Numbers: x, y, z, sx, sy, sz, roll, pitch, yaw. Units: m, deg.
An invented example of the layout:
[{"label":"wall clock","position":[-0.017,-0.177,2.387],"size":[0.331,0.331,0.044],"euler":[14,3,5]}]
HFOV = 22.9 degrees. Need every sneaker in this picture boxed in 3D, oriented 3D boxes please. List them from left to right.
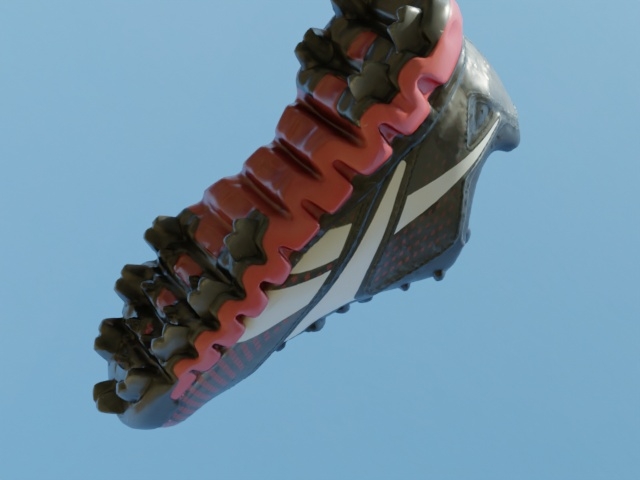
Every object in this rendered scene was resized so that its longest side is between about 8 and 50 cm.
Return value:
[{"label":"sneaker","position":[0.000,0.000,0.815],"size":[0.276,0.135,0.097],"euler":[-51,-145,4]}]
